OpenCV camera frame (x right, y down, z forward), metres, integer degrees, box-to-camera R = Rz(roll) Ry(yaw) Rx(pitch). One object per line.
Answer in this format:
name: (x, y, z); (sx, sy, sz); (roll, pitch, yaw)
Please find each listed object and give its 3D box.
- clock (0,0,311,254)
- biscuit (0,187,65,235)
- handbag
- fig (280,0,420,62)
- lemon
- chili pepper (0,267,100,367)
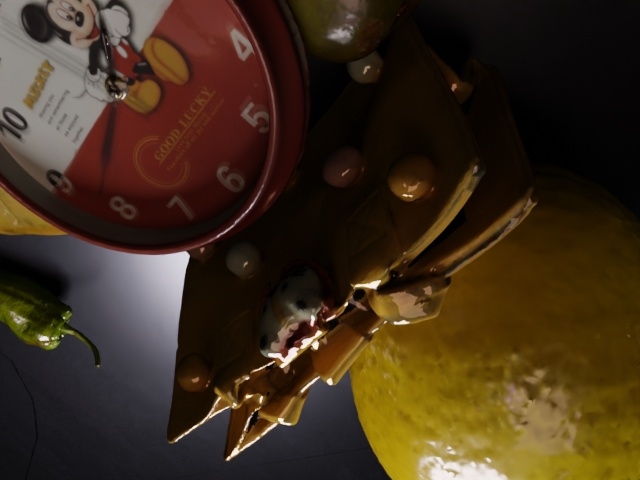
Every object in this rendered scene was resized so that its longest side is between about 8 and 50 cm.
clock: (-0.164, -0.128, 0.531); (0.319, 0.080, 0.318); (7, 126, 10)
biscuit: (-0.333, -0.080, 0.637); (0.260, 0.041, 0.203); (28, 121, -25)
handbag: (0.000, 0.000, 0.597); (0.133, 0.283, 0.401); (30, 124, -26)
fig: (-0.007, -0.223, 0.528); (0.133, 0.185, 0.126); (-56, 157, -9)
lemon: (0.191, 0.079, 0.667); (0.365, 0.364, 0.364); (-4, 133, -4)
chili pepper: (-0.353, 0.087, 0.772); (0.204, 0.073, 0.072); (30, 141, -17)
